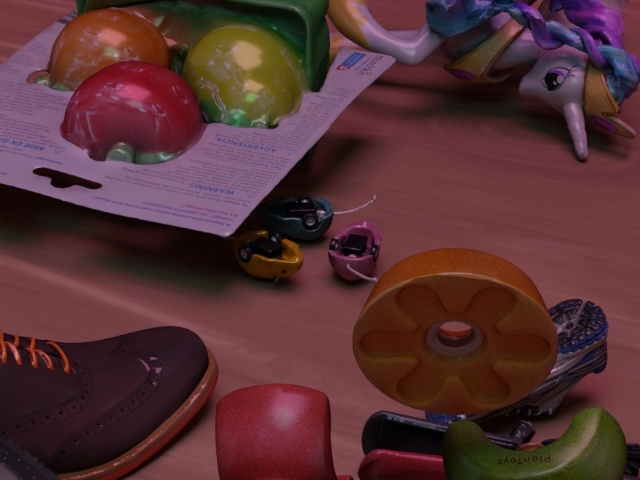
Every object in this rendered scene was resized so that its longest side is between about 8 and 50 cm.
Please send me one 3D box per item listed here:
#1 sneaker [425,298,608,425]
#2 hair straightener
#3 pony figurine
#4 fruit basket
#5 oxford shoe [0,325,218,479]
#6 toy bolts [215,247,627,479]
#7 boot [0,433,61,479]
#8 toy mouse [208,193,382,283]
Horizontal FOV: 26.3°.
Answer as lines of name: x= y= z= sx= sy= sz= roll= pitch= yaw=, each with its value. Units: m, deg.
sneaker: x=0.134 y=0.096 z=0.901 sx=0.135 sy=0.058 sz=0.052 roll=-27 pitch=36 yaw=-5
hair straightener: x=0.138 y=0.130 z=0.838 sx=0.231 sy=0.047 sz=0.089 roll=3 pitch=28 yaw=1
pony figurine: x=0.191 y=-0.260 z=1.393 sx=0.364 sy=0.302 sz=0.351 roll=18 pitch=64 yaw=21
fruit basket: x=-0.144 y=-0.111 z=1.188 sx=0.327 sy=0.165 sz=0.353 roll=12 pitch=40 yaw=19
oxford shoe: x=-0.177 y=0.095 z=0.826 sx=0.271 sy=0.098 sz=0.097 roll=-21 pitch=36 yaw=-36
toy bolts: x=0.035 y=0.138 z=0.686 sx=0.229 sy=0.218 sz=0.158 roll=-10 pitch=40 yaw=16
boot: x=-0.166 y=0.192 z=0.653 sx=0.161 sy=0.083 sz=0.247 roll=-40 pitch=42 yaw=-26
toy mouse: x=0.000 y=0.000 z=1.087 sx=0.161 sy=0.031 sz=0.143 roll=21 pitch=34 yaw=31
